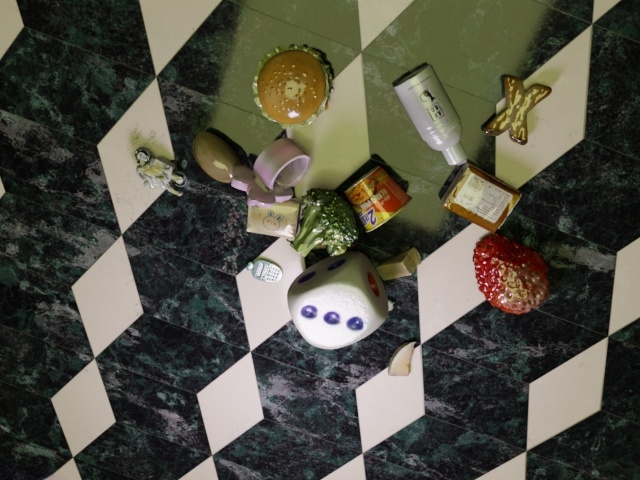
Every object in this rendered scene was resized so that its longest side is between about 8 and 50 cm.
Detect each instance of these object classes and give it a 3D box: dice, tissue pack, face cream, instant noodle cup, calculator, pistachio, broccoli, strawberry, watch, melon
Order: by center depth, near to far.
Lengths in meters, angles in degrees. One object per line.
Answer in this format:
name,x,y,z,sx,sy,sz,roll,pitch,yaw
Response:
face cream,0.403,-0.404,1.721,0.146,0.145,0.369,-31,105,17
watch,-0.168,-0.257,1.792,0.211,0.249,0.217,47,124,20
broccoli,0.025,-0.056,1.815,0.236,0.288,0.259,14,92,3
instant noodle cup,0.198,-0.160,1.821,0.213,0.213,0.174,-36,95,18
tissue pack,0.582,-0.154,1.832,0.226,0.092,0.183,27,112,-6
pistachio,-0.383,-0.304,1.864,0.136,0.136,0.226,-41,96,19
strawberry,0.716,0.133,1.904,0.265,0.149,0.336,-36,103,20
dice,0.070,0.222,1.918,0.305,0.304,0.276,-26,106,18
tissue pack,-0.180,-0.096,1.936,0.197,0.092,0.148,9,114,3
calculator,-0.230,0.124,2.068,0.153,0.021,0.095,19,112,-2
melon,0.347,0.499,2.144,0.098,0.054,0.182,5,113,-3

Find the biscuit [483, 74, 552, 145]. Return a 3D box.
biscuit,0.672,-0.447,1.727,0.165,0.047,0.207,17,113,-2

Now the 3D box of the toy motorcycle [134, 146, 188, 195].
toy motorcycle,-0.624,-0.251,1.932,0.229,0.074,0.151,32,114,-9

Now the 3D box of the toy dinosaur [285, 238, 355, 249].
toy dinosaur,-0.001,0.004,1.949,0.280,0.101,0.055,-6,138,-21

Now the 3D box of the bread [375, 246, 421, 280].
bread,0.310,0.095,1.999,0.152,0.105,0.077,-14,114,45

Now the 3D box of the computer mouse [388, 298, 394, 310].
computer mouse,0.253,0.275,2.073,0.110,0.032,0.055,-26,108,5

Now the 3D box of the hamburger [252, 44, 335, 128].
hamburger,-0.093,-0.516,1.691,0.275,0.212,0.274,2,112,5
